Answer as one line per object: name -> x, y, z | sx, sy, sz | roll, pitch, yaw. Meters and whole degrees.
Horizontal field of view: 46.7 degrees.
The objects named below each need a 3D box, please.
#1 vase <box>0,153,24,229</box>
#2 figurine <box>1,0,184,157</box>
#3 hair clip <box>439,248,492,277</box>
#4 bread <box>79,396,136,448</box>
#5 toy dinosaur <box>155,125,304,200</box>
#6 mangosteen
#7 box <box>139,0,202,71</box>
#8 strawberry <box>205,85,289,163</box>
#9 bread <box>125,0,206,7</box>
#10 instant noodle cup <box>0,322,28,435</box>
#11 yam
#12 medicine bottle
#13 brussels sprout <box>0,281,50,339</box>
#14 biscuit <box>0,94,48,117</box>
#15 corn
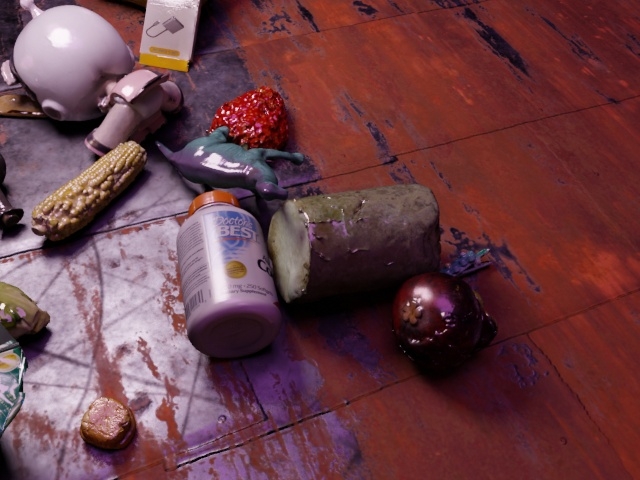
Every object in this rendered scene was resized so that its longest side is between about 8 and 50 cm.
vase -> -0.636, -0.100, 1.410 | 0.120, 0.120, 0.183 | -33, 73, -29
figurine -> -0.479, -0.361, 1.583 | 0.361, 0.211, 0.253 | 34, 44, 14
hair clip -> 0.251, 0.057, 1.397 | 0.173, 0.049, 0.049 | -27, 56, -24
bread -> -0.327, 0.281, 1.137 | 0.083, 0.046, 0.081 | -8, 55, -15
toy dinosaur -> -0.201, -0.136, 1.356 | 0.383, 0.129, 0.331 | 12, 12, 12
mangosteen -> 0.211, 0.135, 1.254 | 0.180, 0.166, 0.166 | 1, 43, -38
box -> -0.356, -0.536, 1.782 | 0.129, 0.247, 0.033 | 11, 5, 3
strawberry -> -0.129, -0.263, 1.603 | 0.174, 0.098, 0.228 | 31, 54, 20
bread -> -0.391, -0.726, 1.914 | 0.341, 0.210, 0.300 | 17, 82, 16
instant noodle cup -> -0.540, 0.236, 1.036 | 0.240, 0.178, 0.240 | 18, 40, -15
yam -> 0.071, 0.001, 1.310 | 0.300, 0.195, 0.195 | -8, 49, -21
medicine bottle -> -0.166, 0.047, 1.285 | 0.157, 0.157, 0.288 | -7, 50, -11
brussels sprout -> -0.551, 0.119, 1.233 | 0.181, 0.100, 0.139 | -6, 29, 4
biscuit -> -0.651, -0.298, 1.639 | 0.147, 0.018, 0.071 | 1, 46, -3
corn -> -0.443, -0.096, 1.436 | 0.086, 0.086, 0.288 | 25, 49, 17
